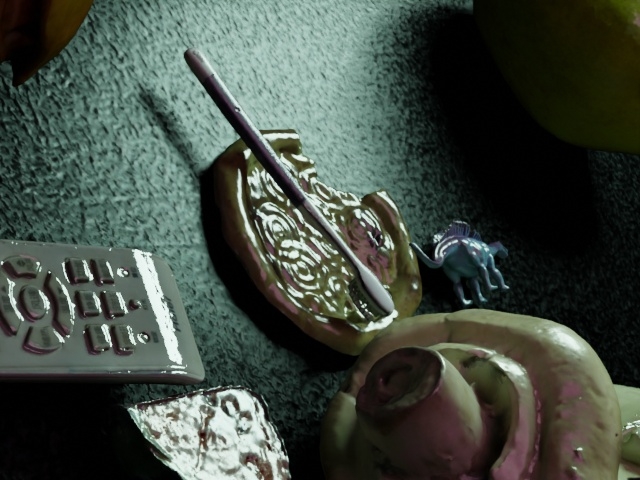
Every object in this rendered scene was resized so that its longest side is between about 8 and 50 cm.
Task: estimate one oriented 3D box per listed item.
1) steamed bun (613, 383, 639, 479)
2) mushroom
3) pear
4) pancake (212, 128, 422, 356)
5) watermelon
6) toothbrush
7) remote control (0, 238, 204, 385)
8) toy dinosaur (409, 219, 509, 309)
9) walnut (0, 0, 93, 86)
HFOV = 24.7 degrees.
[{"bbox_3d":[0.293,0.265,1.270,0.275,0.206,0.320,-15,78,-53],"label":"steamed bun"},{"bbox_3d":[0.109,0.155,1.118,0.260,0.254,0.234,35,-14,35],"label":"mushroom"},{"bbox_3d":[0.319,-0.238,1.628,0.321,0.269,0.269,41,38,2],"label":"pear"},{"bbox_3d":[0.000,0.000,1.294,0.235,0.029,0.211,29,45,-28],"label":"pancake"},{"bbox_3d":[-0.074,0.164,1.069,0.187,0.071,0.139,38,34,-9],"label":"watermelon"},{"bbox_3d":[-0.029,-0.049,1.260,0.288,0.026,0.024,53,38,2],"label":"toothbrush"},{"bbox_3d":[-0.222,0.055,1.003,0.313,0.055,0.109,5,54,-40],"label":"remote control"},{"bbox_3d":[0.141,0.021,1.414,0.197,0.045,0.080,1,61,-58],"label":"toy dinosaur"},{"bbox_3d":[-0.257,-0.259,1.078,0.209,0.209,0.336,26,40,-33],"label":"walnut"}]
